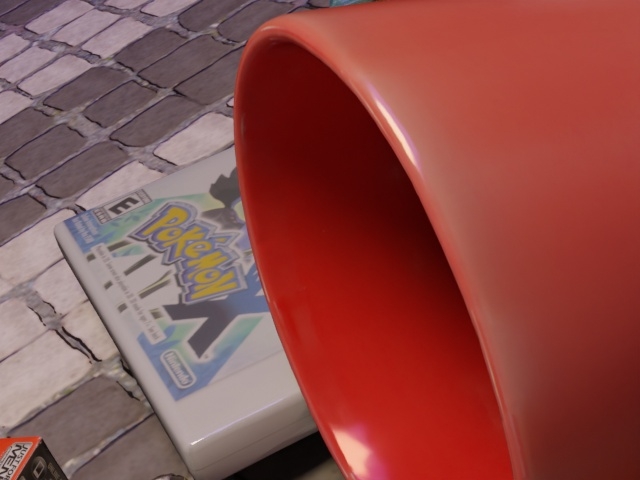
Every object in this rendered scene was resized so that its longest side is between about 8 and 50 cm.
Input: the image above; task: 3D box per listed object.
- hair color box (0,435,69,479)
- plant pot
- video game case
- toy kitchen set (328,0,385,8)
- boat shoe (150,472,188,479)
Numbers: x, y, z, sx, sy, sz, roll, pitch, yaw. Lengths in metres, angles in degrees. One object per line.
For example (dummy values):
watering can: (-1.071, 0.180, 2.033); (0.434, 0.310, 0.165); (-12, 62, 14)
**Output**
hair color box: (-0.211, 0.155, 0.743); (0.141, 0.072, 0.043); (-8, 34, 26)
plant pot: (0.122, -0.002, 0.591); (0.243, 0.274, 0.275); (-20, 29, -17)
video game case: (0.000, 0.000, 0.843); (0.300, 0.036, 0.329); (-25, 30, -13)
toy kitchen set: (0.102, -0.215, 1.047); (0.207, 0.122, 0.166); (-15, 32, 15)
boat shoe: (-0.129, 0.194, 0.628); (0.081, 0.068, 0.227); (5, 41, 39)
